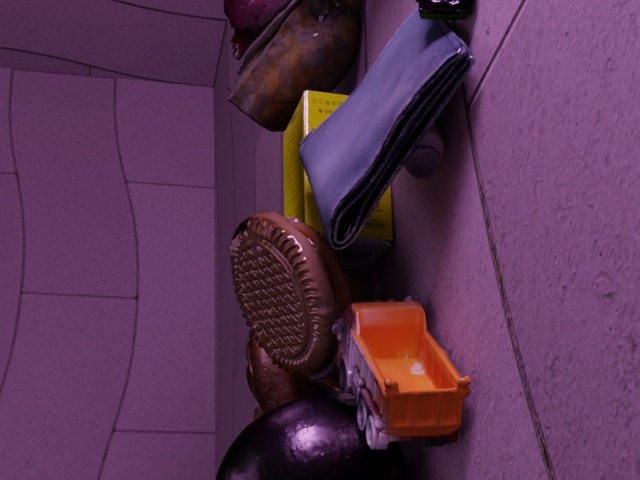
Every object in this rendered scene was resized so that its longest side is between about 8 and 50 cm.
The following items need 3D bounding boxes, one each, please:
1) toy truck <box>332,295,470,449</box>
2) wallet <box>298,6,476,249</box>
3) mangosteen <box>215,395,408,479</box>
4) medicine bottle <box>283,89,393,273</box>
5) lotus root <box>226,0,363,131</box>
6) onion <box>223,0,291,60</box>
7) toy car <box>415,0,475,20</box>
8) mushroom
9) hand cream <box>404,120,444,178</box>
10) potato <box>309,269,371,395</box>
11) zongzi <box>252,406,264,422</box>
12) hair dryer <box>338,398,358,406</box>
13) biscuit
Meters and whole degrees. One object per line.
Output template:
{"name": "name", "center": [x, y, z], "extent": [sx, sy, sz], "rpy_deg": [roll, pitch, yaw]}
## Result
{"name": "toy truck", "center": [0.089, 0.158, 1.251], "extent": [0.270, 0.114, 0.135], "rpy_deg": [-122, 34, -70]}
{"name": "wallet", "center": [0.073, -0.159, 1.303], "extent": [0.290, 0.054, 0.251], "rpy_deg": [-55, 22, 19]}
{"name": "mangosteen", "center": [0.007, 0.338, 1.318], "extent": [0.233, 0.288, 0.287], "rpy_deg": [-50, -12, -35]}
{"name": "medicine bottle", "center": [0.025, -0.087, 1.564], "extent": [0.141, 0.137, 0.250], "rpy_deg": [127, 145, -61]}
{"name": "lotus root", "center": [-0.020, -0.339, 1.796], "extent": [0.260, 0.149, 0.267], "rpy_deg": [-46, 16, 20]}
{"name": "onion", "center": [-0.093, -0.467, 1.739], "extent": [0.349, 0.159, 0.267], "rpy_deg": [-42, 10, 25]}
{"name": "toy car", "center": [0.149, -0.343, 1.235], "extent": [0.062, 0.071, 0.165], "rpy_deg": [87, -176, -79]}
{"name": "mushroom", "center": [-0.064, 0.214, 1.865], "extent": [0.278, 0.146, 0.278], "rpy_deg": [-10, -90, -85]}
{"name": "hand cream", "center": [0.118, -0.170, 1.370], "extent": [0.276, 0.059, 0.095], "rpy_deg": [-96, 18, -55]}
{"name": "potato", "center": [0.004, 0.153, 1.675], "extent": [0.255, 0.112, 0.269], "rpy_deg": [117, 156, -63]}
{"name": "zongzi", "center": [-0.102, 0.483, 2.110], "extent": [0.256, 0.115, 0.228], "rpy_deg": [93, 178, -60]}
{"name": "hair dryer", "center": [0.059, 0.261, 1.538], "extent": [0.124, 0.063, 0.037], "rpy_deg": [65, -158, -71]}
{"name": "biscuit", "center": [-0.042, 0.080, 1.458], "extent": [0.259, 0.079, 0.259], "rpy_deg": [34, 134, 45]}
